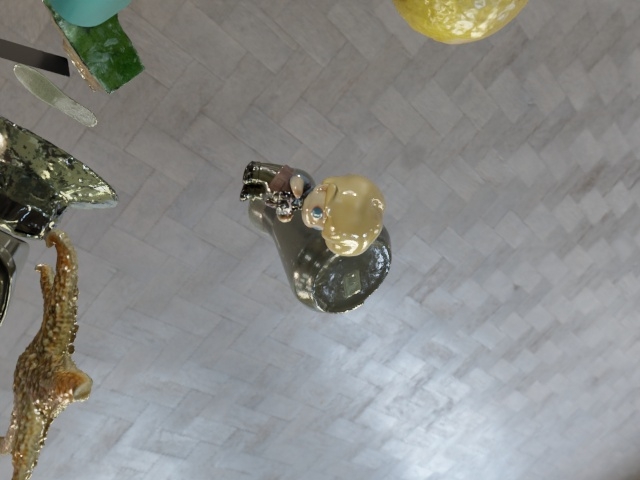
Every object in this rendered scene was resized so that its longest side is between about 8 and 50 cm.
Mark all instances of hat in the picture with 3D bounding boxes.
[{"bbox_3d":[-0.445,-0.070,0.876,0.265,0.266,0.128,39,69,-40],"label":"hat"}]

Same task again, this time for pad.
[{"bbox_3d":[-0.689,-0.423,1.309,0.243,0.163,0.004,11,115,-30],"label":"pad"}]

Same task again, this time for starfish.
[{"bbox_3d":[-0.252,0.108,0.535,0.048,0.231,0.295,12,147,-30],"label":"starfish"}]

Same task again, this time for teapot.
[{"bbox_3d":[0.000,0.000,1.401,0.253,0.344,0.300,-41,136,-1],"label":"teapot"}]

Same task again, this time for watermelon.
[{"bbox_3d":[-0.578,-0.522,1.505,0.151,0.302,0.264,-36,115,-14],"label":"watermelon"}]

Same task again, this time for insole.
[{"bbox_3d":[-0.681,-0.368,1.511,0.232,0.003,0.080,37,132,-21],"label":"insole"}]

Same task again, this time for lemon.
[{"bbox_3d":[0.164,-0.316,0.649,0.170,0.170,0.207,-7,142,-24],"label":"lemon"}]

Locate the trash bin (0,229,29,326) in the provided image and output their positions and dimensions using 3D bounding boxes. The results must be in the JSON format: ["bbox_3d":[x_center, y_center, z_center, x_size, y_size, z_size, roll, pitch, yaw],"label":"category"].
[{"bbox_3d":[-0.423,0.063,0.533,0.210,0.290,0.182,29,127,-13],"label":"trash bin"}]

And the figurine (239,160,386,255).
[{"bbox_3d":[-0.010,-0.051,0.784,0.196,0.108,0.114,17,130,-2],"label":"figurine"}]

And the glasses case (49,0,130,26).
[{"bbox_3d":[-0.179,-0.243,0.440,0.070,0.301,0.117,-43,114,-15],"label":"glasses case"}]
